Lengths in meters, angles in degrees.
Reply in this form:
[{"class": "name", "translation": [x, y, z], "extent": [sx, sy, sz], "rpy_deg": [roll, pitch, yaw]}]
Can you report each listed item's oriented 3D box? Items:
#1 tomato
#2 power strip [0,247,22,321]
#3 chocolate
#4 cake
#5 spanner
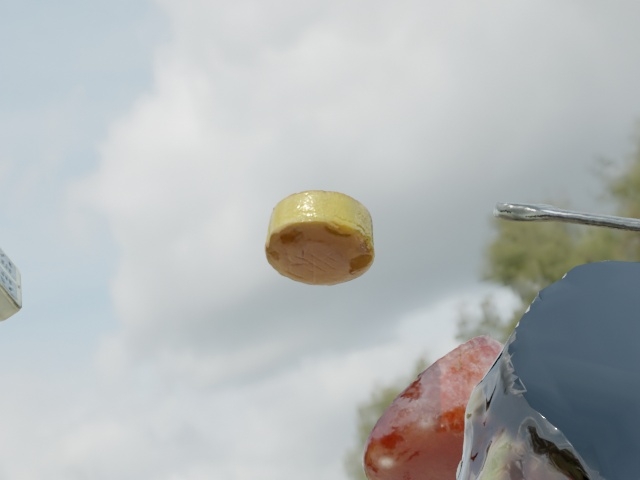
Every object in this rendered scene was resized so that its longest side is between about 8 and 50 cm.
[{"class": "tomato", "translation": [0.114, 0.157, 1.487], "extent": [0.159, 0.091, 0.139], "rpy_deg": [-26, -35, -34]}, {"class": "power strip", "translation": [-0.345, -0.006, 1.794], "extent": [0.035, 0.081, 0.192], "rpy_deg": [-31, -62, 8]}, {"class": "chocolate", "translation": [0.179, 0.167, 1.050], "extent": [0.340, 0.225, 0.210], "rpy_deg": [-45, -25, -64]}, {"class": "cake", "translation": [0.000, 0.000, 1.411], "extent": [0.084, 0.044, 0.084], "rpy_deg": [5, -33, 3]}, {"class": "spanner", "translation": [0.222, -0.012, 1.383], "extent": [0.054, 0.015, 0.254], "rpy_deg": [-1, 6, -37]}]
